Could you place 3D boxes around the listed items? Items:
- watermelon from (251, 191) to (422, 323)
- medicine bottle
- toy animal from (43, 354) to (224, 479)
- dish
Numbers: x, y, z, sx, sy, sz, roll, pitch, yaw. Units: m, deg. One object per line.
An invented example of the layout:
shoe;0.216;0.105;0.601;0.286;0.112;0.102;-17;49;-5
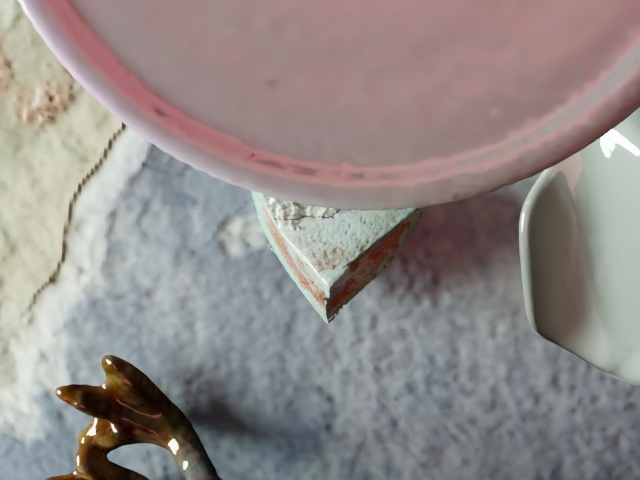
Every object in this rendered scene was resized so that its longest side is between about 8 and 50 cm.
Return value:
watermelon;0.000;0.000;0.688;0.085;0.061;0.085;0;121;0
medicine bottle;0.027;-0.157;0.475;0.241;0.302;0.241;3;116;7
toy animal;-0.076;0.162;0.712;0.298;0.185;0.122;17;113;-21
dish;0.209;0.012;0.663;0.234;0.064;0.154;-4;115;12
